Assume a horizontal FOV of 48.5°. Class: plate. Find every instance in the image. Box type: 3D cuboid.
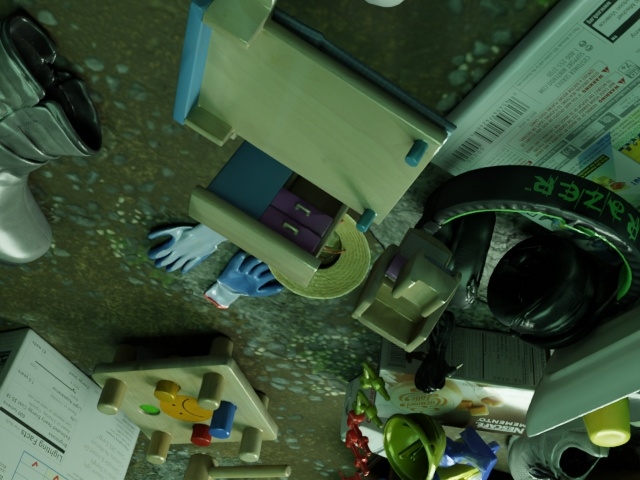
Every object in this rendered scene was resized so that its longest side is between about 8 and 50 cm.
[{"bbox_3d":[0.366,0.087,0.818,0.045,0.277,0.278,48,133,3],"label":"plate"}]

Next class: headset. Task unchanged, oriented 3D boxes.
[{"bbox_3d":[0.205,0.062,0.840,0.244,0.185,0.394,23,154,-3],"label":"headset"}]

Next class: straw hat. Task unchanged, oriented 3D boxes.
[{"bbox_3d":[0.000,0.000,0.923,0.145,0.061,0.144,4,121,6],"label":"straw hat"}]

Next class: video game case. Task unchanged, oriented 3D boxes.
[{"bbox_3d":[0.323,-0.125,0.735,0.300,0.036,0.329,27,135,-18],"label":"video game case"}]

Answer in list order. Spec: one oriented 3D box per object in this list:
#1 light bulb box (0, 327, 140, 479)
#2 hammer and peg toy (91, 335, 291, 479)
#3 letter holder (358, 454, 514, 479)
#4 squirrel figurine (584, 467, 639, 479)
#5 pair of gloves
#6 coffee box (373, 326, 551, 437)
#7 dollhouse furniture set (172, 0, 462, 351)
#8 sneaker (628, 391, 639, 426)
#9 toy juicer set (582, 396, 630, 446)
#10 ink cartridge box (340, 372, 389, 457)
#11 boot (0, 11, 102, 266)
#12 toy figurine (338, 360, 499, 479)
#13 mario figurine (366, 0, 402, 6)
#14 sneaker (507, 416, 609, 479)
[{"bbox_3d":[-0.554,0.412,1.274,0.225,0.360,0.357,-12,133,23],"label":"light bulb box"},{"bbox_3d":[-0.208,0.317,1.273,0.266,0.127,0.361,-7,136,17],"label":"hammer and peg toy"},{"bbox_3d":[0.234,0.546,1.421,0.302,0.152,0.214,20,140,-11],"label":"letter holder"},{"bbox_3d":[0.505,0.609,1.220,0.281,0.397,0.370,-4,93,20],"label":"squirrel figurine"},{"bbox_3d":[-0.152,0.034,1.022,0.198,0.023,0.159,37,132,-28],"label":"pair of gloves"},{"bbox_3d":[0.210,0.210,1.085,0.247,0.098,0.141,7,139,4],"label":"coffee box"},{"bbox_3d":[0.050,-0.098,0.605,0.287,0.198,0.303,32,152,1],"label":"dollhouse furniture set"},{"bbox_3d":[0.485,0.196,1.025,0.118,0.083,0.222,27,135,-13],"label":"sneaker"},{"bbox_3d":[0.465,0.155,0.910,0.329,0.089,0.209,-24,129,30],"label":"toy juicer set"},{"bbox_3d":[0.118,0.301,1.198,0.151,0.109,0.063,25,136,-16],"label":"ink cartridge box"},{"bbox_3d":[-0.361,-0.095,0.858,0.223,0.118,0.338,-7,140,12],"label":"boot"},{"bbox_3d":[0.174,0.314,1.072,0.217,0.191,0.362,-13,135,-20],"label":"toy figurine"},{"bbox_3d":[0.008,-0.301,0.569,0.321,0.170,0.197,-2,94,1],"label":"mario figurine"},{"bbox_3d":[0.396,0.366,1.208,0.105,0.115,0.281,13,139,-3],"label":"sneaker"}]
